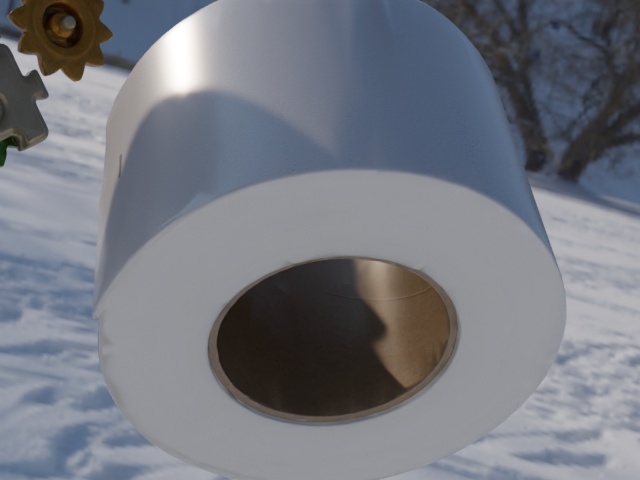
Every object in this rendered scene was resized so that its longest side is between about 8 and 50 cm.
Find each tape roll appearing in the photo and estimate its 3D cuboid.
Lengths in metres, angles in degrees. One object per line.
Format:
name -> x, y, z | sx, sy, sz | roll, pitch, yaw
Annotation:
tape roll -> 0.000, 0.000, 0.670 | 0.246, 0.246, 0.169 | 12, 40, -17

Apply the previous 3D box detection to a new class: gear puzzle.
gear puzzle -> -0.291, -0.118, 0.839 | 0.339, 0.175, 0.044 | -34, 17, -37
